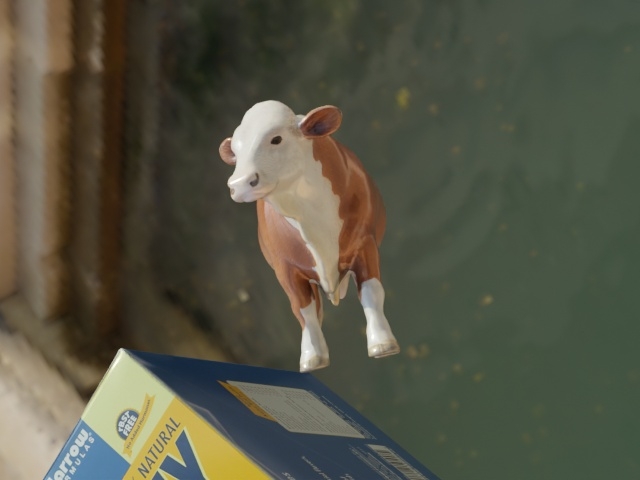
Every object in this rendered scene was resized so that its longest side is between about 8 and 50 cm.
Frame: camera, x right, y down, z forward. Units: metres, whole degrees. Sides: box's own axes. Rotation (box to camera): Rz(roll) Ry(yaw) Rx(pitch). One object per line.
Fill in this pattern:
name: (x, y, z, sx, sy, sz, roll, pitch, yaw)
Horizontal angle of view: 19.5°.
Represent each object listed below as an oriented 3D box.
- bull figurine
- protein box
bull figurine: (0.000, 0.000, 1.391, 0.310, 0.101, 0.188, 24, -126, -82)
protein box: (-0.022, 0.174, 1.020, 0.200, 0.201, 0.136, 37, 102, 29)
